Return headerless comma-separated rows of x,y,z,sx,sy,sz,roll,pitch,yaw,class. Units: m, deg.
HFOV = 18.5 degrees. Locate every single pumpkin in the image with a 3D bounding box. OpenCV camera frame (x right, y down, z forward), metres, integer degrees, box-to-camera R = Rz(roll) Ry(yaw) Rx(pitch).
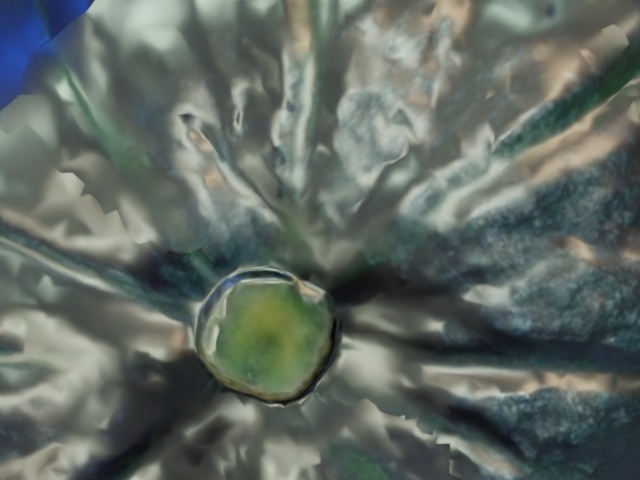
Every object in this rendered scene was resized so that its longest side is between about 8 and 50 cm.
0.000,0.000,0.705,0.363,0.266,0.363,0,100,2,pumpkin
